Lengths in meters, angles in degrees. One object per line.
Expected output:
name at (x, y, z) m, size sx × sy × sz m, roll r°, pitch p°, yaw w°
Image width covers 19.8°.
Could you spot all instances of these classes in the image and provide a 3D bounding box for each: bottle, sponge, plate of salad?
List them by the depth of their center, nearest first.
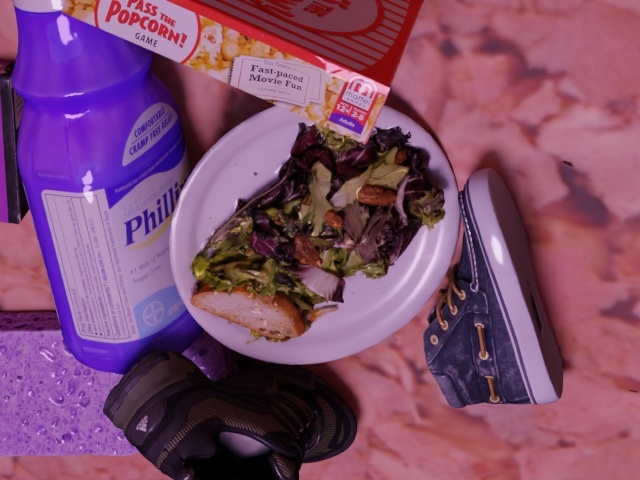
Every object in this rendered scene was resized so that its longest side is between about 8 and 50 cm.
bottle at (-0.141, -0.053, 1.205) m, size 0.092 × 0.118 × 0.283 m, roll 7°, pitch 123°, yaw 27°
plate of salad at (0.000, 0.000, 1.210) m, size 0.200 × 0.048 × 0.200 m, roll -6°, pitch 117°, yaw -12°
sponge at (-0.162, 0.107, 1.360) m, size 0.210 × 0.031 × 0.117 m, roll -2°, pitch 120°, yaw 15°

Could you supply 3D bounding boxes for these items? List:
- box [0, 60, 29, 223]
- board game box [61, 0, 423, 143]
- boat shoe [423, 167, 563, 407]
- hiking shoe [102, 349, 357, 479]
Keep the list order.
box at (-0.285, -0.077, 1.279) m, size 0.162 × 0.029 × 0.116 m, roll 7°, pitch 121°, yaw 8°
board game box at (-0.040, -0.145, 1.107) m, size 0.193 × 0.147 × 0.045 m, roll 23°, pitch 124°, yaw -2°
boat shoe at (0.102, 0.040, 1.233) m, size 0.083 × 0.065 × 0.183 m, roll -10°, pitch 119°, yaw 17°
hiking shoe at (-0.046, 0.145, 1.252) m, size 0.227 × 0.114 × 0.086 m, roll 11°, pitch 126°, yaw -49°
